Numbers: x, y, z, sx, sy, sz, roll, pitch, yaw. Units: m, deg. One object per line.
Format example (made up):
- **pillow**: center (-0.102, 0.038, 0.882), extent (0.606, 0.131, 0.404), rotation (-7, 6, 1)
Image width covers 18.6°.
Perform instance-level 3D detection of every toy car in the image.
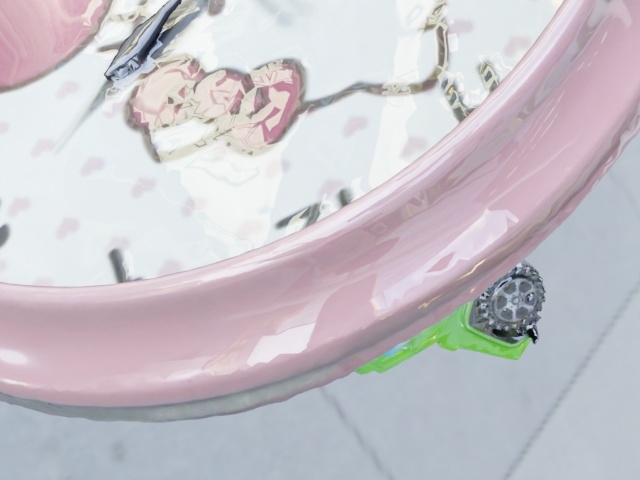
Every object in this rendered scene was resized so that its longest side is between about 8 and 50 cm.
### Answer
- **toy car**: center (0.000, 0.000, 0.655), extent (0.165, 0.062, 0.071), rotation (27, 10, -31)

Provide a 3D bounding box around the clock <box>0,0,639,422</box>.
- **clock**: center (-0.024, -0.067, 0.482), extent (0.056, 0.244, 0.244), rotation (58, 29, -50)
